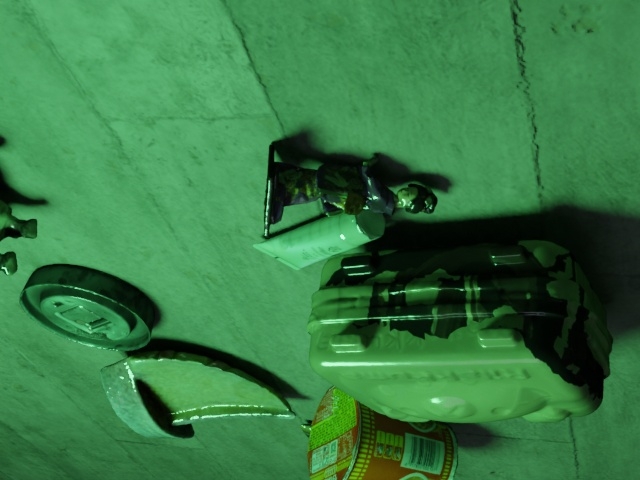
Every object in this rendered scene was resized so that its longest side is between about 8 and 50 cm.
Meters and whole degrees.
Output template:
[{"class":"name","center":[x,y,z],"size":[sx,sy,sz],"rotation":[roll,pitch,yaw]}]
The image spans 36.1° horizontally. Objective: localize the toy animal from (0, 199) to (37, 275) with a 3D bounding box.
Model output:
[{"class":"toy animal","center":[-0.494,-0.093,1.234],"size":[0.168,0.106,0.343],"rotation":[2,142,31]}]

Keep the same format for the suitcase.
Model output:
[{"class":"suitcase","center":[0.191,0.141,1.250],"size":[0.351,0.194,0.339],"rotation":[-4,155,27]}]

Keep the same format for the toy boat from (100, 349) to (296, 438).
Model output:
[{"class":"toy boat","center":[-0.238,0.259,1.721],"size":[0.293,0.111,0.276],"rotation":[-23,135,27]}]

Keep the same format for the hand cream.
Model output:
[{"class":"hand cream","center":[0.000,0.000,1.248],"size":[0.078,0.050,0.205],"rotation":[28,150,-29]}]

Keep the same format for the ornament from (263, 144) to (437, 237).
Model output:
[{"class":"ornament","center":[0.033,-0.061,1.121],"size":[0.203,0.088,0.081],"rotation":[-1,124,1]}]

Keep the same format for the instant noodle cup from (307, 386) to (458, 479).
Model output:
[{"class":"instant noodle cup","center":[0.112,0.352,1.667],"size":[0.212,0.193,0.193],"rotation":[16,150,-22]}]

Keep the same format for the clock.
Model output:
[{"class":"clock","center":[-0.370,0.109,1.569],"size":[0.215,0.042,0.215],"rotation":[10,149,6]}]

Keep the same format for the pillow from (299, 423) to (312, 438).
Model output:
[{"class":"pillow","center":[0.042,0.403,1.889],"size":[0.113,0.038,0.203],"rotation":[-1,146,23]}]
